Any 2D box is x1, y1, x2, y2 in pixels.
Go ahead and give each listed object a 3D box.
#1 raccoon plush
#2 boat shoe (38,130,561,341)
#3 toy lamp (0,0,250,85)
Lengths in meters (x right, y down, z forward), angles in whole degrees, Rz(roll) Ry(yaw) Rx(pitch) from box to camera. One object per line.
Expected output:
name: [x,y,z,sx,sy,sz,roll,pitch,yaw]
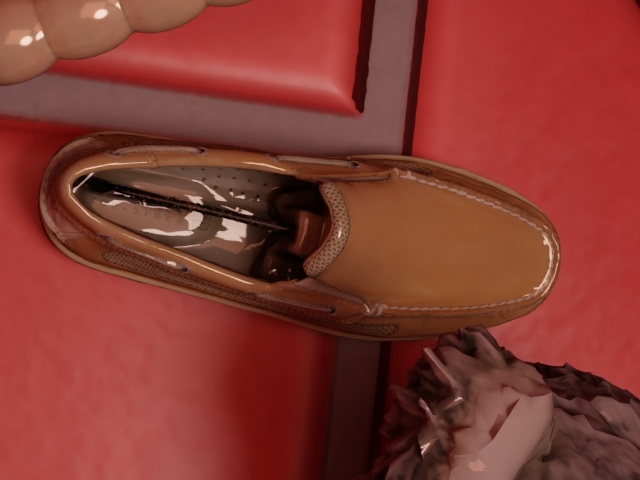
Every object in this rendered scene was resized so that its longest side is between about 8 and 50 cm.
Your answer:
raccoon plush: [-0.032,0.212,0.421,0.447,0.216,0.299,-19,85,-13]
boat shoe: [0.000,0.000,0.491,0.190,0.072,0.068,4,88,-14]
toy lamp: [-0.010,-0.095,0.458,0.275,0.080,0.080,-22,94,0]
